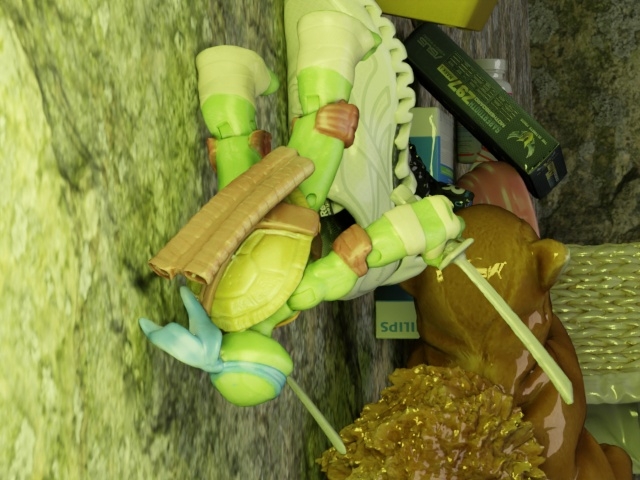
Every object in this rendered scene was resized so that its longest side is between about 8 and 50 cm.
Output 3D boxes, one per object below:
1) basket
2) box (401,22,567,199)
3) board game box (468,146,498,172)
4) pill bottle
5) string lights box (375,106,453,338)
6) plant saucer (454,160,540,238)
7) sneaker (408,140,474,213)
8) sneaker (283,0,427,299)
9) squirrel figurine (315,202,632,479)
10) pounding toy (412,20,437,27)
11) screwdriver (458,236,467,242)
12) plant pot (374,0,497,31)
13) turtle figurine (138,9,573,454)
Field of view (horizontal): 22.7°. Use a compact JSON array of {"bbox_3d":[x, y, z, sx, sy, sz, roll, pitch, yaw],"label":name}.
[{"bbox_3d":[0.363,0.184,2.396,0.328,0.331,0.266,68,23,-60],"label":"basket"},{"bbox_3d":[0.206,-0.162,2.001,0.059,0.232,0.183,-45,166,2],"label":"box"},{"bbox_3d":[0.249,-0.056,2.394,0.146,0.045,0.193,-58,160,-10],"label":"board game box"},{"bbox_3d":[0.254,-0.198,2.468,0.087,0.087,0.160,-9,98,-77],"label":"pill bottle"},{"bbox_3d":[0.111,-0.017,1.841,0.133,0.077,0.259,11,78,-77],"label":"string lights box"},{"bbox_3d":[0.188,0.066,1.973,0.332,0.084,0.332,-179,-90,-79],"label":"plant saucer"},{"bbox_3d":[0.104,-0.074,1.710,0.079,0.121,0.217,-52,140,-72],"label":"sneaker"},{"bbox_3d":[0.017,-0.086,1.382,0.118,0.110,0.292,-28,111,-43],"label":"sneaker"},{"bbox_3d":[0.159,0.168,1.570,0.397,0.281,0.370,-59,151,-58],"label":"squirrel figurine"},{"bbox_3d":[0.172,-0.368,2.057,0.237,0.110,0.183,1,88,-78],"label":"pounding toy"},{"bbox_3d":[0.065,-0.031,1.490,0.025,0.170,0.024,-60,-169,-8],"label":"screwdriver"},{"bbox_3d":[0.098,-0.307,1.547,0.212,0.212,0.187,-22,123,-77],"label":"plant pot"},{"bbox_3d":[0.000,0.000,1.092,0.198,0.275,0.266,138,-44,-59],"label":"turtle figurine"}]
